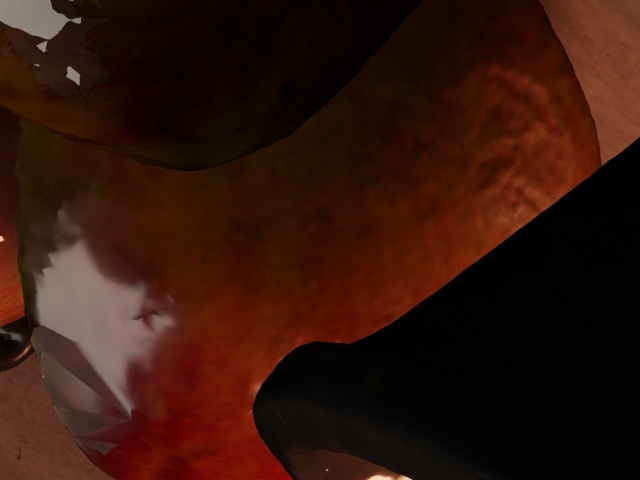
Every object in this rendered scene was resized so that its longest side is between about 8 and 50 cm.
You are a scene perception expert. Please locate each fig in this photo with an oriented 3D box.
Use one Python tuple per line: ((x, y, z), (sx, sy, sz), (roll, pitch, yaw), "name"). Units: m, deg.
((-0.111, -0.160, 0.698), (0.321, 0.217, 0.217), (24, 163, 29), "fig")

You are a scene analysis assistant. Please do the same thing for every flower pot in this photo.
((0.188, 0.067, 0.665), (0.379, 0.251, 0.379), (35, 169, 8), "flower pot")

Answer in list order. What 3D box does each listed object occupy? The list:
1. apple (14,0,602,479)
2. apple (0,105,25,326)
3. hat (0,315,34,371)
((0.000, 0.000, 0.882), (0.179, 0.254, 0.346), (-107, 0, -51), "apple")
((-0.219, -0.125, 0.959), (0.348, 0.277, 0.348), (34, 170, 7), "apple")
((-0.144, 0.044, 1.495), (0.336, 0.209, 0.238), (23, 164, 47), "hat")
